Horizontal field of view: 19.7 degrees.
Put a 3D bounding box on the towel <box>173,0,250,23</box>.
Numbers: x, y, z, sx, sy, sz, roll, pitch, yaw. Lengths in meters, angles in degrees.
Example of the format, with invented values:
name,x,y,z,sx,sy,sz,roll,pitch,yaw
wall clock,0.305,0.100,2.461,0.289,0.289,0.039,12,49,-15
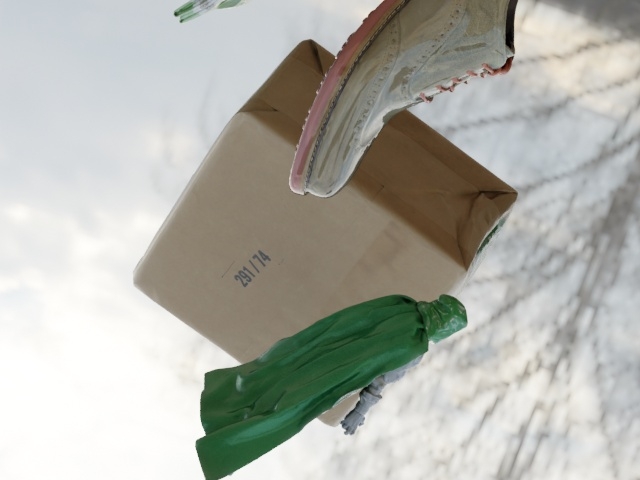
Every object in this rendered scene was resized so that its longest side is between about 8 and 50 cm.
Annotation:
name,x,y,z,sx,sy,sz,roll,pitch,yaw
towel,-0.060,-0.250,1.796,0.113,0.023,0.152,-22,180,-42

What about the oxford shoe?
name,x,y,z,sx,sy,sz,roll,pitch,yaw
oxford shoe,0.095,-0.162,1.585,0.130,0.348,0.123,34,-160,1

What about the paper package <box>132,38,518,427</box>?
name,x,y,z,sx,sy,sz,roll,pitch,yaw
paper package,0.000,0.000,2.016,0.309,0.325,0.168,36,-138,1

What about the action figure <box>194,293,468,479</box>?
name,x,y,z,sx,sy,sz,roll,pitch,yaw
action figure,0.012,0.105,1.453,0.063,0.232,0.137,51,-162,-34
